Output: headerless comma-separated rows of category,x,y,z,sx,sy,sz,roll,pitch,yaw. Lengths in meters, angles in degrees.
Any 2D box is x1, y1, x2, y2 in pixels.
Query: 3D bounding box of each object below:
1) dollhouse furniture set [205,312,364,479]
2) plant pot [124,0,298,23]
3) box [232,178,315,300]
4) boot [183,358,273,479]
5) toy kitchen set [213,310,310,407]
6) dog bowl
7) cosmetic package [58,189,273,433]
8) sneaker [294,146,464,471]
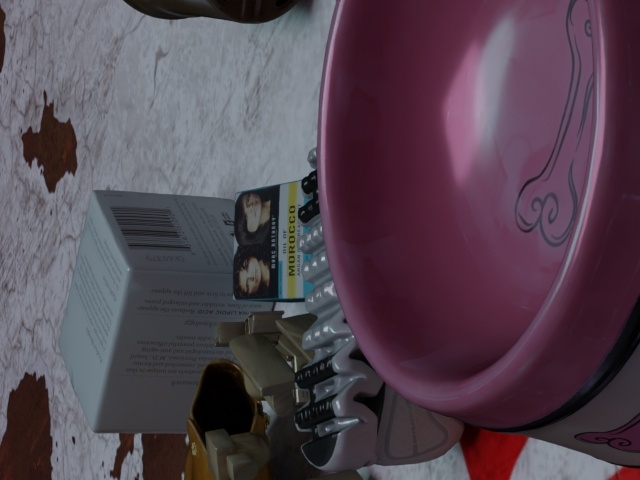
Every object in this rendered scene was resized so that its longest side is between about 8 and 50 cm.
dollhouse furniture set,-0.027,0.157,1.308,0.123,0.144,0.151,-137,39,-64
plant pot,-0.096,-0.271,1.457,0.165,0.167,0.167,29,114,55
box,0.000,0.000,1.329,0.244,0.060,0.101,173,99,-64
boot,-0.075,0.264,1.366,0.295,0.104,0.211,-103,9,-45
toy kitchen set,-0.044,0.102,1.372,0.068,0.083,0.075,129,139,-73
dog bowl,0.132,-0.068,0.949,0.408,0.150,0.408,-177,90,-66
cosmetic package,-0.150,0.069,1.536,0.151,0.151,0.184,-123,43,-52
sneaker,0.048,0.022,1.162,0.110,0.118,0.292,158,115,-69
